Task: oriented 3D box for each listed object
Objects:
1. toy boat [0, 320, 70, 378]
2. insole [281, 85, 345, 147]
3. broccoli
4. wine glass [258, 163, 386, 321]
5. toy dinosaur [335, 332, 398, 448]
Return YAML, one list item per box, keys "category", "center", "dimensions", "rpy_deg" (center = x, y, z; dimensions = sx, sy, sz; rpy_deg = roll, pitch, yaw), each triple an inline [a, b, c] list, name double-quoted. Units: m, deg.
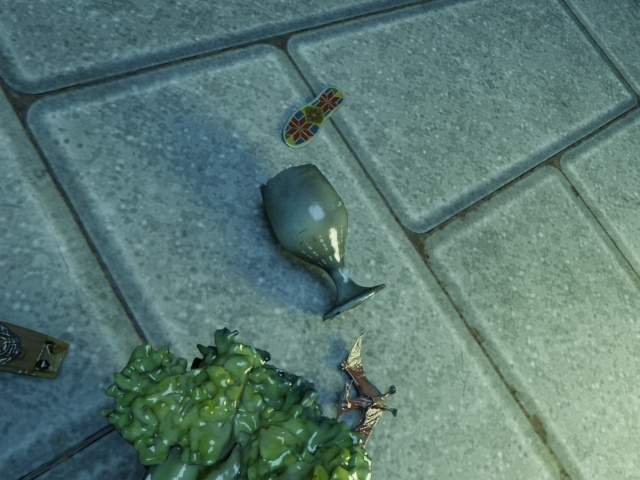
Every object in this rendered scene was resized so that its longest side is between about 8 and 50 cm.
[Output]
- category: "toy boat"
  center: [-0.398, 0.114, 0.565]
  dimensions: [0.200, 0.077, 0.057]
  rpy_deg: [29, 62, -34]
- category: "insole"
  center: [-0.012, -0.244, 0.949]
  dimensions: [0.065, 0.006, 0.193]
  rpy_deg: [41, 59, -2]
- category: "broccoli"
  center: [-0.108, 0.290, 0.496]
  dimensions: [0.280, 0.294, 0.347]
  rpy_deg: [-5, 33, -44]
- category: "wine glass"
  center: [0.000, 0.000, 0.782]
  dimensions: [0.126, 0.126, 0.241]
  rpy_deg: [-25, 81, -29]
- category: "toy dinosaur"
  center: [0.067, 0.254, 0.754]
  dimensions: [0.108, 0.032, 0.220]
  rpy_deg: [10, 67, -22]
